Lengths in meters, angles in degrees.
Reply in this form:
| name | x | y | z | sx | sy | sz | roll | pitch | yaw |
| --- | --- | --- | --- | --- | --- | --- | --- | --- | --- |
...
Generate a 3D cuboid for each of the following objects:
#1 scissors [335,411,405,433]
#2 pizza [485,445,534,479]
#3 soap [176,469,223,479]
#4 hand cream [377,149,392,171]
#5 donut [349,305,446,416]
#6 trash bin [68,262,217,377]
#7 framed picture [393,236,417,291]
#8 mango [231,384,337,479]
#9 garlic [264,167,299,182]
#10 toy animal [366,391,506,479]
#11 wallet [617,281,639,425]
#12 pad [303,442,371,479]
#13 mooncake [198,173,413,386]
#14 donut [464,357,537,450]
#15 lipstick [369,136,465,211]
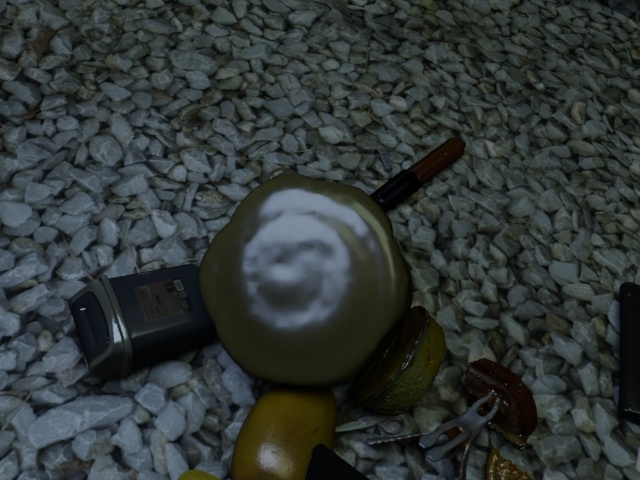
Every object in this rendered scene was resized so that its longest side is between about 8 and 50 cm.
| name | x | y | z | sx | sy | sz | roll | pitch | yaw |
| --- | --- | --- | --- | --- | --- | --- | --- | --- | --- |
| scissors | 0.106 | 0.416 | 1.532 | 0.176 | 0.022 | 0.085 | -7 | 54 | -22 |
| pizza | 0.433 | 0.554 | 1.500 | 0.131 | 0.041 | 0.178 | 13 | 54 | -6 |
| soap | -0.218 | 0.527 | 1.370 | 0.168 | 0.033 | 0.089 | 17 | 56 | -2 |
| hand cream | 0.199 | -0.243 | 2.021 | 0.030 | 0.019 | 0.093 | -2 | 54 | -17 |
| donut | 0.187 | 0.279 | 1.524 | 0.107 | 0.272 | 0.272 | 38 | 53 | -11 |
| trash bin | -0.391 | 0.174 | 1.494 | 0.290 | 0.182 | 0.209 | -14 | 59 | -28 |
| framed picture | 0.167 | 0.034 | 1.735 | 0.231 | 0.010 | 0.173 | 24 | 41 | -49 |
| mango | -0.067 | 0.426 | 1.397 | 0.211 | 0.173 | 0.317 | 23 | 46 | 1 |
| garlic | -0.119 | -0.118 | 1.805 | 0.194 | 0.127 | 0.131 | -25 | 67 | -5 |
| toy animal | 0.283 | 0.401 | 1.423 | 0.302 | 0.284 | 0.225 | -30 | 65 | -28 |
| wallet | 0.897 | 0.312 | 1.769 | 0.228 | 0.062 | 0.406 | 19 | 52 | 1 |
| pad | 0.046 | 0.538 | 1.336 | 0.267 | 0.004 | 0.181 | 47 | 45 | -32 |
| mooncake | -0.023 | 0.090 | 1.488 | 0.467 | 0.262 | 0.467 | -1 | 84 | 7 |
| donut | 0.435 | 0.375 | 1.576 | 0.186 | 0.144 | 0.126 | 25 | 27 | 36 |
| lipstick | 0.296 | -0.200 | 1.978 | 0.077 | 0.077 | 0.418 | 43 | 56 | 17 |
